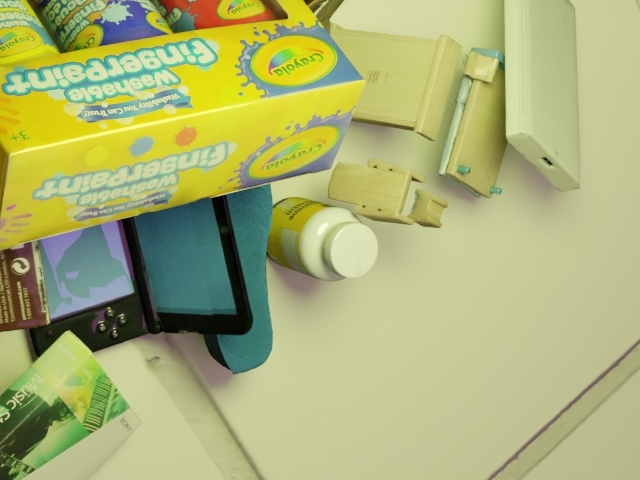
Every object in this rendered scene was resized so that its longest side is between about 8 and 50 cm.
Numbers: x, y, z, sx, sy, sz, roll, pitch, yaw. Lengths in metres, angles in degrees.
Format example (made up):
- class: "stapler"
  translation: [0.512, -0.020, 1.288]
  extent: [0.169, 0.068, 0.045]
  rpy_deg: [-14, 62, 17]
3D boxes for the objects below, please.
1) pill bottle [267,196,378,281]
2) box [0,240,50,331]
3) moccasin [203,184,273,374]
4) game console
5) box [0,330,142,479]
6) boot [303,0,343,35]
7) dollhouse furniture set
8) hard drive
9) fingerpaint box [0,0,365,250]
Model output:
- class: "pill bottle"
  translation: [0.000, 0.000, 1.908]
  extent: [0.103, 0.184, 0.103]
  rpy_deg: [-6, 102, -30]
- class: "box"
  translation: [-0.417, 0.007, 1.633]
  extent: [0.167, 0.203, 0.169]
  rpy_deg: [-9, 106, -12]
- class: "moccasin"
  translation: [-0.143, 0.011, 1.869]
  extent: [0.137, 0.117, 0.342]
  rpy_deg: [-6, 105, -30]
- class: "game console"
  translation: [-0.254, 0.007, 1.761]
  extent: [0.250, 0.173, 0.293]
  rpy_deg: [-18, 107, -23]
- class: "box"
  translation: [-0.381, 0.287, 1.740]
  extent: [0.322, 0.058, 0.232]
  rpy_deg: [-47, 153, -16]
- class: "boot"
  translation: [-0.014, -0.298, 1.925]
  extent: [0.219, 0.082, 0.106]
  rpy_deg: [-34, 128, -16]
- class: "dollhouse furniture set"
  translation: [0.141, -0.147, 2.005]
  extent: [0.303, 0.198, 0.286]
  rpy_deg: [22, 83, -54]
- class: "hard drive"
  translation: [0.325, -0.250, 2.030]
  extent: [0.203, 0.040, 0.308]
  rpy_deg: [34, 52, -51]
- class: "fingerpaint box"
  translation: [-0.235, -0.217, 1.604]
  extent: [0.444, 0.371, 0.163]
  rpy_deg: [-15, 146, -31]
